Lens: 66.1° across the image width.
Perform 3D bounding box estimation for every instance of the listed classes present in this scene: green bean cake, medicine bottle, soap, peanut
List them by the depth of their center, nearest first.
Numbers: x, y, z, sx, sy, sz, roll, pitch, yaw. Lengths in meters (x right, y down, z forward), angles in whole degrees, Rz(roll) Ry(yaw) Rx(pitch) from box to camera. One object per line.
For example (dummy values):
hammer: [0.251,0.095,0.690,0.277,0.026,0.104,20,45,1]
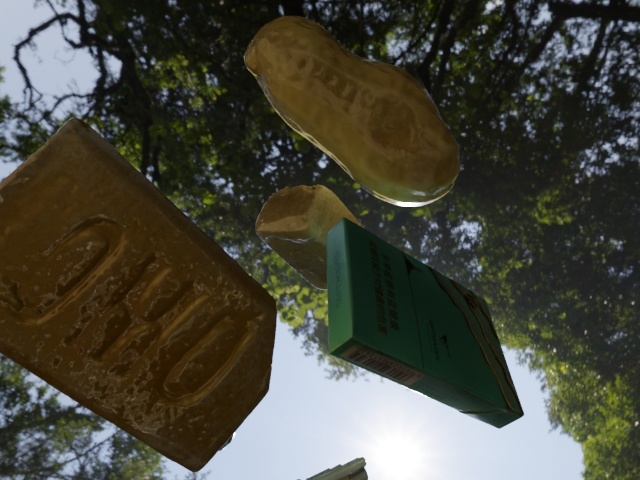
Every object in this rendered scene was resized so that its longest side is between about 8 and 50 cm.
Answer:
soap: [-0.133,0.045,0.354,0.140,0.232,0.073,-47,-154,-10]
peanut: [0.044,-0.170,0.628,0.319,0.147,0.147,41,-109,9]
medicine bottle: [-0.033,0.378,0.714,0.220,0.092,0.061,-21,-126,-17]
green bean cake: [0.000,0.000,0.737,0.109,0.179,0.085,-5,-127,40]

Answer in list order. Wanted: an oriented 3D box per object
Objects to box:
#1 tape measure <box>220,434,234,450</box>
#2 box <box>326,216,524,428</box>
tape measure: [-0.196,0.325,0.854,0.094,0.054,0.091,5,-156,31]
box: [0.107,0.088,0.523,0.041,0.229,0.162,-45,-151,32]
